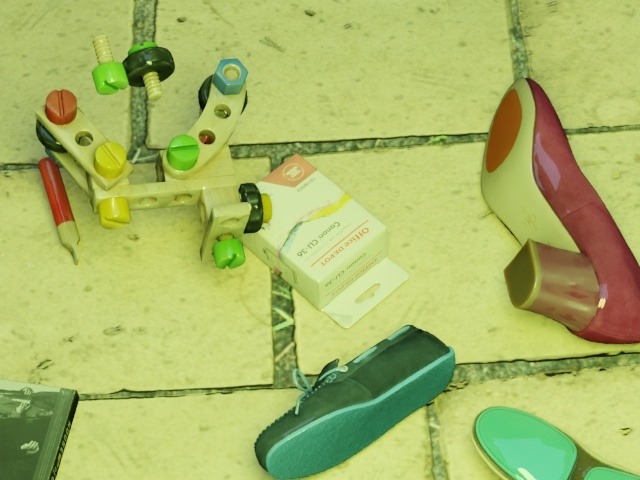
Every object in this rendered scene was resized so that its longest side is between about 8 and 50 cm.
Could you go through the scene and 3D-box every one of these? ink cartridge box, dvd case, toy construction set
[{"bbox_3d":[0.000,0.000,1.742,0.115,0.067,0.198,-40,62,-21],"label":"ink cartridge box"},{"bbox_3d":[-0.405,0.230,1.631,0.239,0.029,0.179,7,56,8],"label":"dvd case"},{"bbox_3d":[-0.200,-0.053,1.690,0.257,0.309,0.237,-3,68,-43],"label":"toy construction set"}]

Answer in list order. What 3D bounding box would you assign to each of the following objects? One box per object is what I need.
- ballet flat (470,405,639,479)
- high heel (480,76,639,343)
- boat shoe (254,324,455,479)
[{"bbox_3d":[0.268,0.257,1.547,0.248,0.086,0.086,27,61,26],"label":"ballet flat"},{"bbox_3d":[0.298,-0.036,1.755,0.181,0.127,0.377,18,49,-19],"label":"high heel"},{"bbox_3d":[0.029,0.176,1.616,0.258,0.109,0.089,-23,49,-31],"label":"boat shoe"}]
